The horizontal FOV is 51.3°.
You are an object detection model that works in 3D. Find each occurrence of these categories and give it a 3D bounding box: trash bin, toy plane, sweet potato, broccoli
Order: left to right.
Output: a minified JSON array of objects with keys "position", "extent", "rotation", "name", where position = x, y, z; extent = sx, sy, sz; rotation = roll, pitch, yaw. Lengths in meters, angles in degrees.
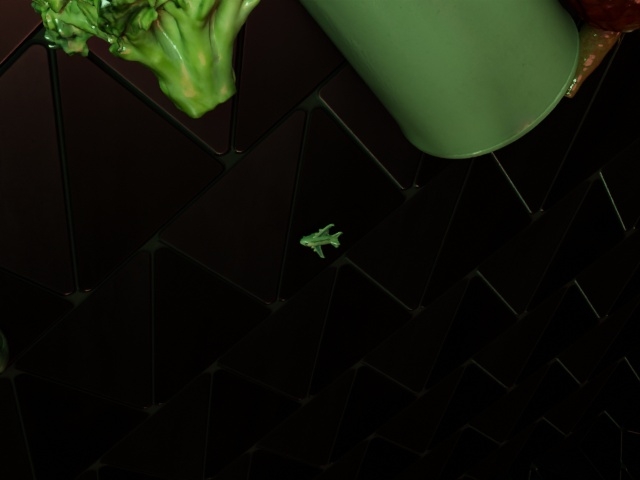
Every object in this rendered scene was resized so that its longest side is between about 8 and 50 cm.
[{"position":[-0.158,-0.270,0.731],"extent":[0.248,0.288,0.245],"rotation":[-49,147,-25],"name":"broccoli"},{"position":[-0.001,-0.002,1.252],"extent":[0.083,0.033,0.080],"rotation":[-1,132,-21],"name":"toy plane"},{"position":[0.148,-0.304,0.869],"extent":[0.280,0.280,0.432],"rotation":[-42,135,12],"name":"trash bin"},{"position":[0.500,-0.392,1.143],"extent":[0.072,0.066,0.314],"rotation":[16,127,-3],"name":"sweet potato"}]

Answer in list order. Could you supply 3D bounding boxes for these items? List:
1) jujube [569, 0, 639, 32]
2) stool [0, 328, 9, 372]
[{"position":[0.429,-0.445,0.960],"extent":[0.197,0.197,0.290],"rotation":[-29,124,-3],"name":"jujube"},{"position":[-0.555,0.177,1.046],"extent":[0.110,0.096,0.096],"rotation":[-21,138,-6],"name":"stool"}]
